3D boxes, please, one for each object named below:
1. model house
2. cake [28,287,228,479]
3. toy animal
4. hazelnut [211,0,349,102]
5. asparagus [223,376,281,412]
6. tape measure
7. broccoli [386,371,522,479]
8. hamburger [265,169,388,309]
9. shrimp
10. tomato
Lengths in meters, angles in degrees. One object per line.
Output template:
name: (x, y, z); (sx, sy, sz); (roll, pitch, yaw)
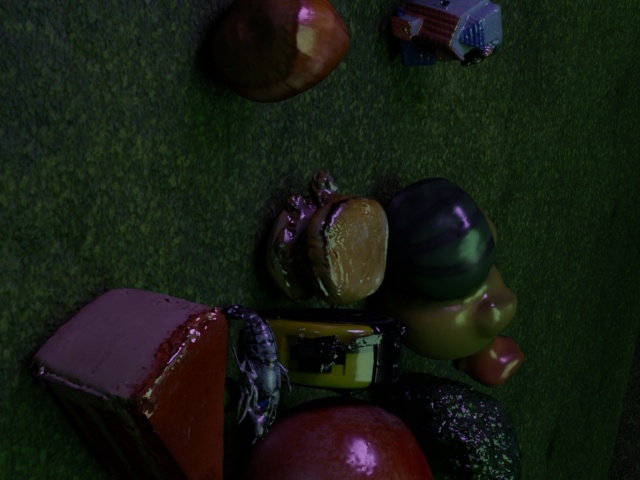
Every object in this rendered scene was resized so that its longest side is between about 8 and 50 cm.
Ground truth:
model house: (0.164, -0.296, 1.828); (0.148, 0.148, 0.119); (-31, 133, -37)
cake: (-0.173, 0.168, 1.357); (0.160, 0.158, 0.262); (-59, 148, -30)
toy animal: (0.182, 0.068, 1.928); (0.191, 0.216, 0.338); (-30, 128, -20)
hazelnut: (-0.043, -0.221, 1.450); (0.150, 0.150, 0.150); (-31, 126, -54)
asparagus: (-0.105, 0.200, 1.612); (0.178, 0.041, 0.045); (19, 41, -62)
tape measure: (0.016, 0.147, 1.658); (0.199, 0.186, 0.112); (-5, 97, -61)
broccoli: (0.184, 0.353, 2.011); (0.297, 0.297, 0.297); (-34, 135, -17)
hamburger: (0.000, 0.000, 1.645); (0.159, 0.131, 0.185); (-2, 96, -52)
shrimp: (-0.079, 0.160, 1.549); (0.082, 0.076, 0.174); (5, 71, -57)
tomato: (0.027, 0.328, 1.652); (0.265, 0.265, 0.265); (-31, 126, -54)
